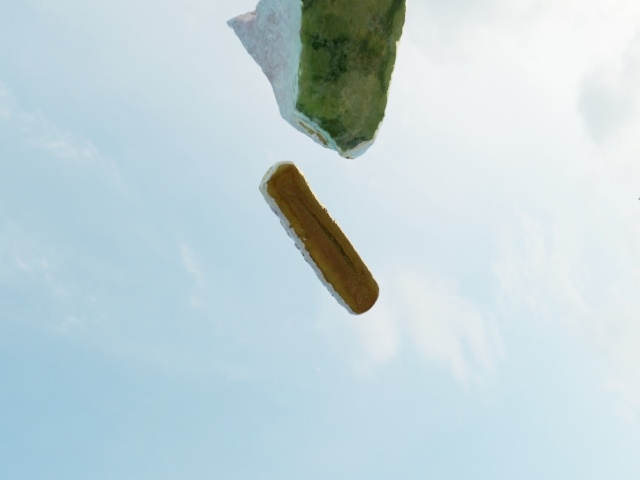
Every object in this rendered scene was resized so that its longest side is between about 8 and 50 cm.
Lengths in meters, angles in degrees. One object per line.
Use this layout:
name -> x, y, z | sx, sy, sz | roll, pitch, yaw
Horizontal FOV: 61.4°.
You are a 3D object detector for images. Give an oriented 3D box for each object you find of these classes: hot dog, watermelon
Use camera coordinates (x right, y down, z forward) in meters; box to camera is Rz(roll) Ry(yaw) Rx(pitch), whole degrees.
hot dog -> 0.003, 0.000, 0.826 | 0.088, 0.061, 0.286 | -36, -64, -12
watermelon -> -0.009, -0.156, 0.390 | 0.098, 0.158, 0.121 | 1, -45, -40

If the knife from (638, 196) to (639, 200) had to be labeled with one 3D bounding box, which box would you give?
knife -> 0.561, -0.137, 0.801 | 0.015, 0.054, 0.212 | 12, -60, -25
